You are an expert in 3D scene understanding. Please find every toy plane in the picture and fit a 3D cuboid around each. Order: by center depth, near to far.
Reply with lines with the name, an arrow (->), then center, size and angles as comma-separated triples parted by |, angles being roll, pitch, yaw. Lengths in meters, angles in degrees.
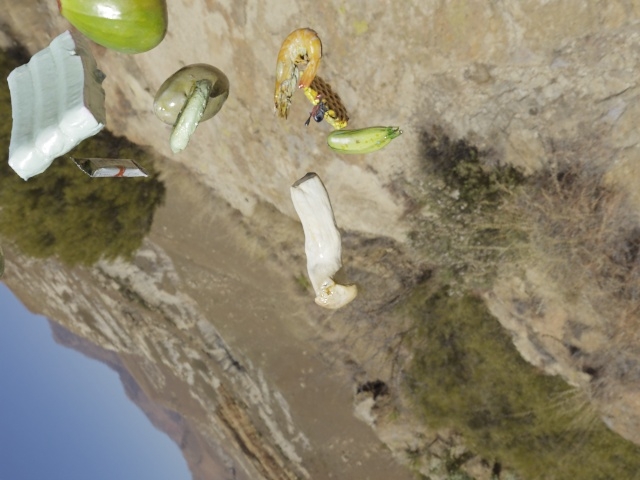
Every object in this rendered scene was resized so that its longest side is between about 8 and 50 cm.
toy plane -> -0.006, -0.387, 1.650 | 0.060, 0.145, 0.037 | -20, 131, 32

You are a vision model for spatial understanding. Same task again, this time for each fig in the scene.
fig -> -0.634, -0.721, 1.714 | 0.316, 0.316, 0.316 | 45, 159, 23

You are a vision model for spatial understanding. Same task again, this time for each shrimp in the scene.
shrimp -> -0.066, -0.441, 1.479 | 0.150, 0.249, 0.068 | 22, -171, 43

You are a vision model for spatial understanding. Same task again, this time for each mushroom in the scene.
mushroom -> 0.003, -0.001, 0.804 | 0.054, 0.059, 0.202 | 161, 97, -67

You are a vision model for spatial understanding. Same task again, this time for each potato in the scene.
potato -> -0.358, -0.402, 1.555 | 0.160, 0.235, 0.178 | 50, 144, -9

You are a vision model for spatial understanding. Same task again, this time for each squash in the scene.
squash -> 0.149, -0.344, 1.934 | 0.341, 0.094, 0.094 | 3, 129, 45

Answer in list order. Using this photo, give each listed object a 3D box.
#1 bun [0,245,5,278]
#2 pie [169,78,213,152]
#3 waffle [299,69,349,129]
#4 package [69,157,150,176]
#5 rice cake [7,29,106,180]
bun -> -1.003, 0.083, 1.487 | 0.293, 0.293, 0.187 | 84, 172, -55
pie -> -0.296, -0.283, 1.261 | 0.041, 0.187, 0.187 | 24, 171, -23
waffle -> 0.009, -0.491, 1.953 | 0.243, 0.058, 0.238 | 52, -156, -7
package -> -0.266, -0.093, 0.716 | 0.037, 0.015, 0.110 | 39, -159, 16
rice cake -> -0.320, -0.172, 0.678 | 0.043, 0.127, 0.237 | 48, -170, -47
